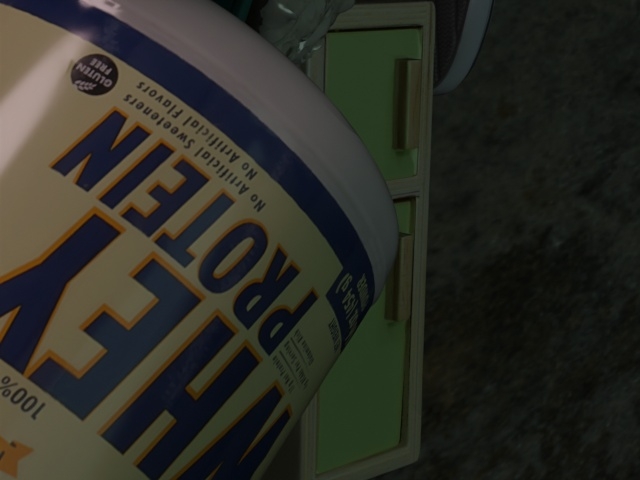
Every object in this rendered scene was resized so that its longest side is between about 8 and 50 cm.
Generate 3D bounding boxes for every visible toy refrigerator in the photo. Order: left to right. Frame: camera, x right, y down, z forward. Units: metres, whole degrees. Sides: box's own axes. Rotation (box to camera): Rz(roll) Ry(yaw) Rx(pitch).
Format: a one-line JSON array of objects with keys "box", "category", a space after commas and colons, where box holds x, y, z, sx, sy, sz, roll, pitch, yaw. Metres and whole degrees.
[{"box": [0.000, 0.000, 0.848, 0.102, 0.094, 0.269, -10, 106, -44], "category": "toy refrigerator"}]

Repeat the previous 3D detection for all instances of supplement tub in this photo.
[{"box": [-0.142, 0.064, 0.612, 0.325, 0.235, 0.235, -57, 133, -21], "category": "supplement tub"}]

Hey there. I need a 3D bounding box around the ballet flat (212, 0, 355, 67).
[{"box": [0.004, -0.209, 0.663, 0.147, 0.147, 0.409, -26, 144, -40], "category": "ballet flat"}]

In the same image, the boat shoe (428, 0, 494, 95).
[{"box": [0.090, -0.199, 0.901, 0.076, 0.083, 0.226, -2, 100, -45], "category": "boat shoe"}]
